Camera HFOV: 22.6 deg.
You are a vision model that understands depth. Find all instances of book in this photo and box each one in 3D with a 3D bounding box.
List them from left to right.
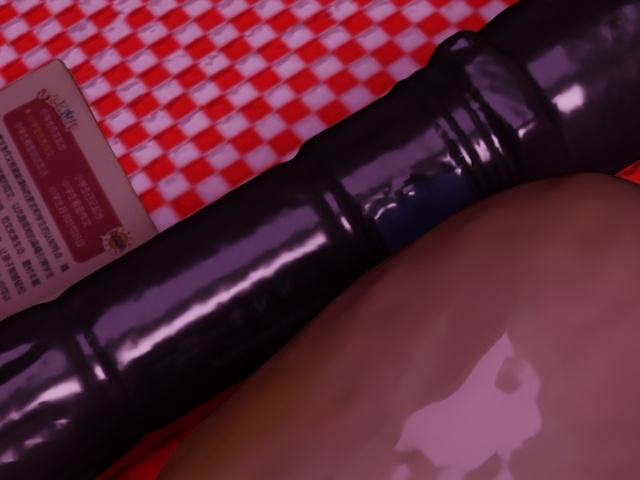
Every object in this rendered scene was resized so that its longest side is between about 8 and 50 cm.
[{"bbox_3d":[-0.211,0.008,0.849,0.232,0.022,0.162,-27,55,-7],"label":"book"}]

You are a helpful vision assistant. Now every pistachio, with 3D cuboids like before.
[{"bbox_3d":[0.062,0.091,0.623,0.288,0.166,0.197,-44,31,-20],"label":"pistachio"}]

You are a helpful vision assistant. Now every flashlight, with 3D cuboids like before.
[{"bbox_3d":[0.000,0.000,0.764,0.424,0.103,0.103,-31,53,-8],"label":"flashlight"}]
